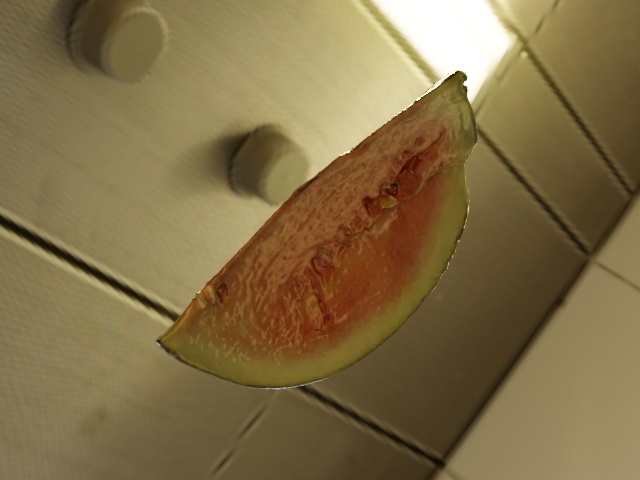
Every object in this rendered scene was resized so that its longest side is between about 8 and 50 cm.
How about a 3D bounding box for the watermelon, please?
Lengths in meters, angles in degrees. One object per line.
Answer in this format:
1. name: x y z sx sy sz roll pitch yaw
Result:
1. watermelon: 0.016 0.021 1.043 0.303 0.128 0.159 -41 -2 -16
